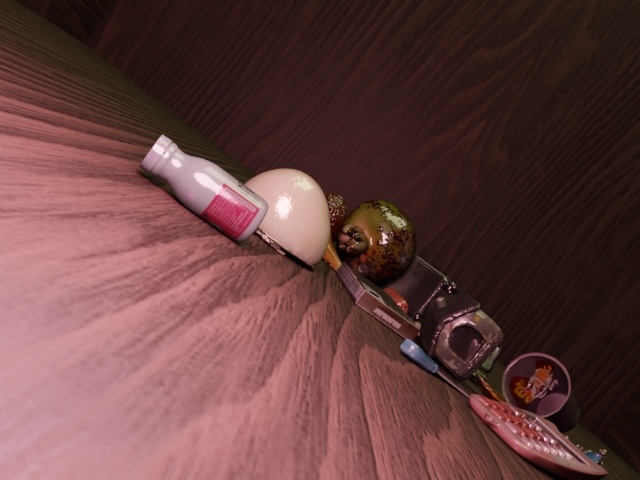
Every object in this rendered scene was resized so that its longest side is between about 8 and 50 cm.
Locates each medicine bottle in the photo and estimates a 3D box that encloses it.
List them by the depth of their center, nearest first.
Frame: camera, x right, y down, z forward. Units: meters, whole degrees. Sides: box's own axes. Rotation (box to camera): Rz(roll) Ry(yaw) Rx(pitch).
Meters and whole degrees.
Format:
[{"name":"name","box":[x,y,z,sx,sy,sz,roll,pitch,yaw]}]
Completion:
[{"name":"medicine bottle","box":[-0.198,-0.089,0.996,0.217,0.090,0.090,36,4,-16]}]

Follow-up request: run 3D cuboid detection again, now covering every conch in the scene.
[{"name":"conch","box":[0.004,-0.004,1.812,0.330,0.093,0.109,42,-1,40]}]

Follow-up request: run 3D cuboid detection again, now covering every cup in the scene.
[{"name":"cup","box":[0.689,0.484,1.774,0.288,0.203,0.203,42,-1,-44]}]

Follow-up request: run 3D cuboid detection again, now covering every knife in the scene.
[{"name":"knife","box":[0.249,0.278,1.246,0.244,0.032,0.058,41,-7,-33]}]

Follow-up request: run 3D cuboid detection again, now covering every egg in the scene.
[{"name":"egg","box":[-0.064,-0.069,1.393,0.264,0.174,0.286,43,2,17]}]

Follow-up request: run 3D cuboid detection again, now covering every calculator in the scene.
[{"name":"calculator","box":[0.436,0.405,1.197,0.330,0.048,0.220,28,10,-32]}]

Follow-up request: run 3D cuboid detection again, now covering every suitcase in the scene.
[{"name":"suitcase","box":[0.340,0.173,1.973,0.128,0.202,0.312,36,5,-30]}]

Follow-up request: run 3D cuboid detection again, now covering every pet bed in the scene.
[{"name":"pet bed","box":[0.338,0.225,1.474,0.159,0.183,0.211,42,5,-1]}]

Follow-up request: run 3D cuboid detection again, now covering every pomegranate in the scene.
[{"name":"pomegranate","box":[0.159,0.009,1.906,0.285,0.285,0.341,40,21,27]}]

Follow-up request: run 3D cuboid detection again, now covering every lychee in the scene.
[{"name":"lychee","box":[0.007,-0.076,2.055,0.194,0.194,0.194,37,4,-3]}]

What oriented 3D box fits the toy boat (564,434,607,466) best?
[{"name":"toy boat","box":[0.716,0.575,1.569,0.185,0.077,0.075,35,4,-33]}]

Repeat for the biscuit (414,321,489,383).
[{"name":"biscuit","box":[0.359,0.317,1.666,0.290,0.038,0.141,39,3,-8]}]

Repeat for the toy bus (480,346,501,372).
[{"name":"toy bus","box":[0.453,0.334,1.771,0.089,0.087,0.194,32,-9,-17]}]

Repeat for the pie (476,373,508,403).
[{"name":"pie","box":[0.449,0.406,1.477,0.191,0.033,0.088,42,7,-38]}]

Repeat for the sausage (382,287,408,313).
[{"name":"sausage","box":[0.222,0.188,1.756,0.062,0.062,0.154,37,4,-14]}]

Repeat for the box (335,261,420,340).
[{"name":"box","box":[0.145,0.156,1.561,0.180,0.047,0.325,36,3,-12]}]
